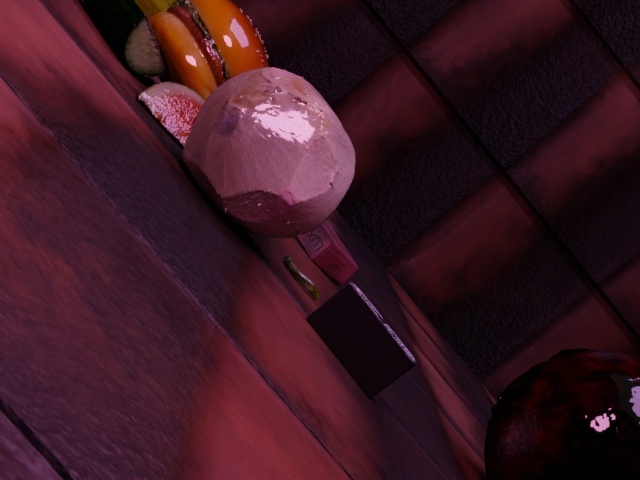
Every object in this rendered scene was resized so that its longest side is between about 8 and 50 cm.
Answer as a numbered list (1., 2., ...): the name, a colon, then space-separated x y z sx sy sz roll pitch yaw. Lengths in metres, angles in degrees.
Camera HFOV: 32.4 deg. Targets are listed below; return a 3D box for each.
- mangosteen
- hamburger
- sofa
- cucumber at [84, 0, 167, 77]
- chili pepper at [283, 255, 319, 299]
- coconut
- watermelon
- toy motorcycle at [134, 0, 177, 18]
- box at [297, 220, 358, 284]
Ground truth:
1. mangosteen: 0.476 0.386 1.840 0.421 0.381 0.381 61 6 1
2. hamburger: -0.177 -0.296 1.832 0.246 0.170 0.246 57 -11 17
3. sofa: 0.059 0.136 1.524 0.147 0.085 0.060 51 8 6
4. cucumber: -0.337 -0.368 1.789 0.244 0.063 0.115 53 -17 36
5. chili pepper: -0.028 0.057 1.700 0.083 0.017 0.030 50 4 5
6. coconut: -0.071 -0.122 1.523 0.227 0.227 0.230 53 5 27
7. watermelon: -0.194 -0.166 1.694 0.245 0.063 0.119 47 19 -37
8. toy motorcycle: -0.365 -0.517 2.196 0.206 0.142 0.342 52 4 33
9. box: 0.000 0.000 2.113 0.111 0.060 0.156 45 10 -46
